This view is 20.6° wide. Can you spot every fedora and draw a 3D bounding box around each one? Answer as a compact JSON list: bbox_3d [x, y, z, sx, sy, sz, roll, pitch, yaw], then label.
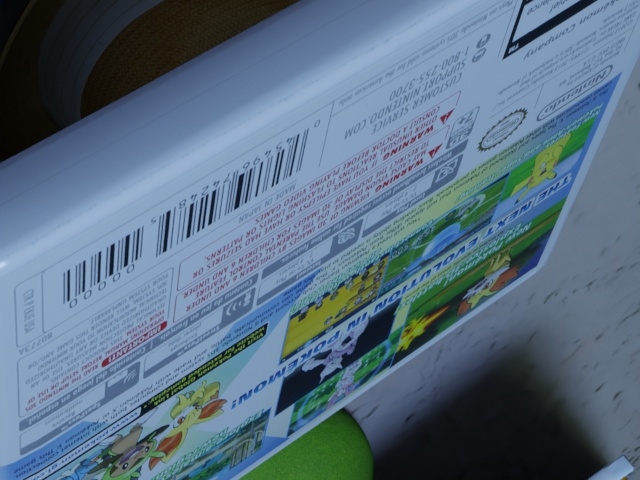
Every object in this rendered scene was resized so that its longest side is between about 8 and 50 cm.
[{"bbox_3d":[-0.034,-0.056,0.690,0.194,0.079,0.194,-27,148,-18],"label":"fedora"}]

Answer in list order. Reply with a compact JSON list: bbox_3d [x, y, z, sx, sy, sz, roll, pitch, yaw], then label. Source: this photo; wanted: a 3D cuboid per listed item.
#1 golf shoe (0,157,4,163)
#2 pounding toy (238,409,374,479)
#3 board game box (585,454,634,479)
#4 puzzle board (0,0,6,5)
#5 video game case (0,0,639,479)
[{"bbox_3d":[-0.181,-0.029,0.574,0.198,0.077,0.094,40,66,-49],"label":"golf shoe"},{"bbox_3d":[-0.041,0.180,0.958,0.183,0.110,0.237,-41,147,7],"label":"pounding toy"},{"bbox_3d":[0.052,0.283,1.118,0.390,0.050,0.390,-38,166,1],"label":"board game box"},{"bbox_3d":[-0.144,-0.109,0.592,0.096,0.011,0.128,-36,147,-1],"label":"puzzle board"},{"bbox_3d":[0.000,0.000,0.697,0.329,0.036,0.300,-33,157,-26],"label":"video game case"}]
